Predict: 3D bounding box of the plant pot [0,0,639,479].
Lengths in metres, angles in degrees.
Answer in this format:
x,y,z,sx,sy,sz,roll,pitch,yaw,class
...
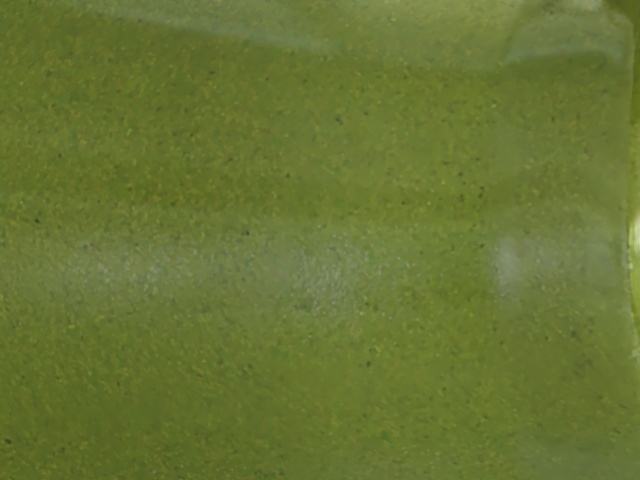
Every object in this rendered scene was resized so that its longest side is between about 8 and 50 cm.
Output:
x,y,z,sx,sy,sz,roll,pitch,yaw,class
0.000,0.000,0.597,0.353,0.366,0.366,-1,9,30,plant pot
